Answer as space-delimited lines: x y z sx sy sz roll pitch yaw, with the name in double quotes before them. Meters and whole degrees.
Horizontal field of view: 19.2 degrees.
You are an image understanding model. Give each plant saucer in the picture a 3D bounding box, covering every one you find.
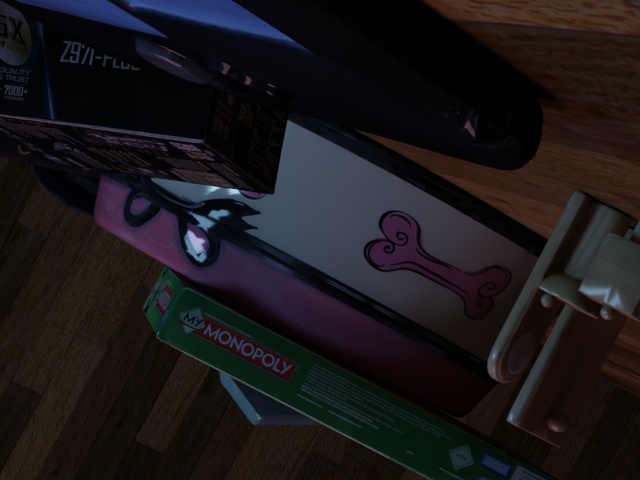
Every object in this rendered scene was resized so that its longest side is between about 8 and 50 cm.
"plant saucer" -0.003 0.130 1.577 0.192 0.018 0.067 6 -146 -47

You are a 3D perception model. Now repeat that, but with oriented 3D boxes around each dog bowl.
"dog bowl" 0.000 0.000 1.510 0.408 0.150 0.408 29 179 1

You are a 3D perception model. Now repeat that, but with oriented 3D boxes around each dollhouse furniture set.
"dollhouse furniture set" 0.172 0.065 0.962 0.151 0.123 0.144 27 178 38

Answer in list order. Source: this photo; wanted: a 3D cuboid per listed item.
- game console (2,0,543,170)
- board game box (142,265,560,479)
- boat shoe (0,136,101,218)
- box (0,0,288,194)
"game console" -0.135 -0.144 0.754 0.386 0.060 0.342 29 179 -40
"board game box" 0.017 0.117 1.443 0.317 0.046 0.213 28 180 -9
"boat shoe" -0.206 -0.098 1.890 0.186 0.156 0.500 25 179 28
"box" -0.107 -0.085 1.073 0.147 0.078 0.180 9 174 12
